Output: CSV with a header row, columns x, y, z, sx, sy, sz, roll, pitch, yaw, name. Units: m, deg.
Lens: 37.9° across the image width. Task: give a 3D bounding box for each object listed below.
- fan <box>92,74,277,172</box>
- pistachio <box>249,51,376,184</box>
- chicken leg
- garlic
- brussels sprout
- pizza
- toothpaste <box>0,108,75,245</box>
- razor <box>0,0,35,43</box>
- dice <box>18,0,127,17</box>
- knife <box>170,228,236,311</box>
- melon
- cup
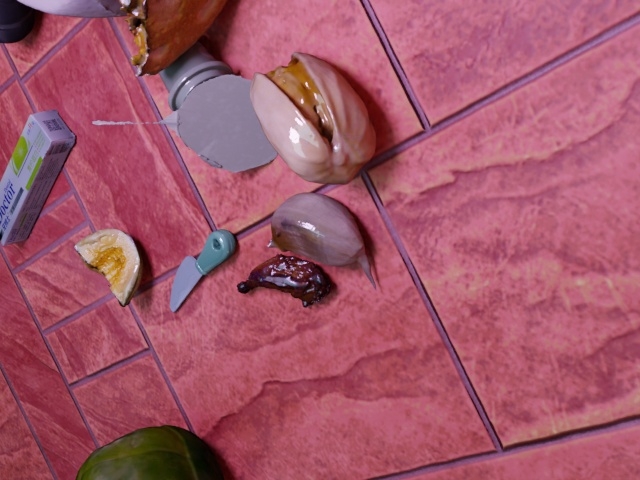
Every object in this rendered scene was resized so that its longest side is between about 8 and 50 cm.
x,y,z,sx,sy,sz,roll,pitch,yaw,name
-0.213,-0.190,1.508,0.310,0.010,0.182,2,126,-4,fan
-0.014,-0.186,1.403,0.229,0.157,0.157,56,132,23,pistachio
-0.068,0.069,1.598,0.205,0.053,0.093,15,130,38,chicken leg
0.008,-0.004,1.498,0.198,0.090,0.128,19,133,24,garlic
-0.313,0.515,1.802,0.289,0.281,0.354,52,171,44,brussels sprout
-0.231,-0.389,1.405,0.081,0.229,0.289,38,98,23,pizza
-0.605,-0.123,1.931,0.081,0.067,0.336,51,130,15,toothpaste
-0.601,-0.530,1.685,0.204,0.113,0.349,48,149,18,razor
-0.353,-0.502,1.466,0.251,0.259,0.243,25,123,27,dice
-0.234,0.055,1.734,0.260,0.035,0.063,-42,75,43,knife
-0.391,0.042,1.827,0.128,0.079,0.160,-46,76,19,melon
-0.220,-0.281,1.547,0.141,0.120,0.120,54,131,25,cup
